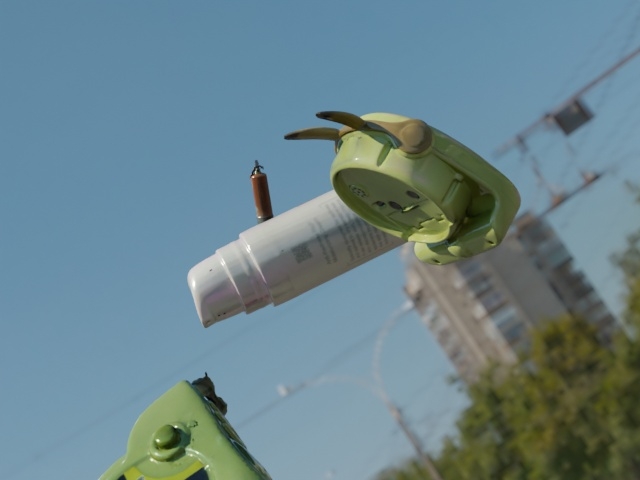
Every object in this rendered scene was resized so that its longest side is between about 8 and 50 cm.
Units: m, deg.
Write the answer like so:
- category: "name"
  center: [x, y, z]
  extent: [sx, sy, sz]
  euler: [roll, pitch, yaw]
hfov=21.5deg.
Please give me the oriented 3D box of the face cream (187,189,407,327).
- category: "face cream"
  center: [0.000, 0.000, 2.044]
  extent: [0.345, 0.102, 0.102]
  euler: [-25, -14, -6]

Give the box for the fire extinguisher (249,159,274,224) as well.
- category: "fire extinguisher"
  center: [-0.076, -0.061, 2.159]
  extent: [0.022, 0.083, 0.028]
  euler: [-10, 10, -2]

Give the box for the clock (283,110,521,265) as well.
- category: "clock"
  center: [0.078, -0.066, 1.724]
  extent: [0.069, 0.232, 0.170]
  euler: [-62, 16, -21]

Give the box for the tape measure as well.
- category: "tape measure"
  center: [-0.099, 0.216, 1.253]
  extent: [0.175, 0.200, 0.106]
  euler: [-39, -48, -8]
